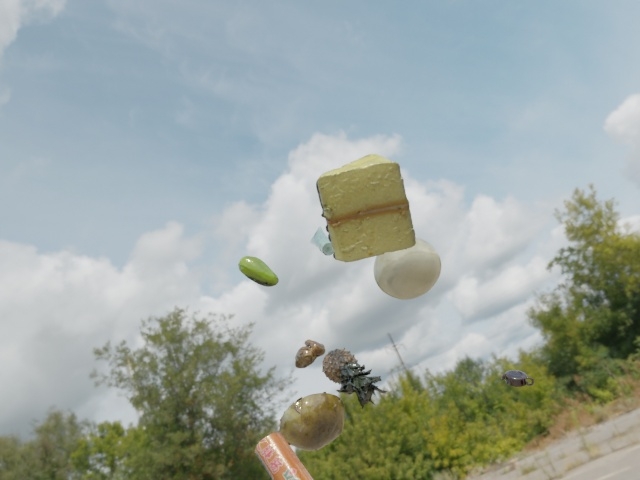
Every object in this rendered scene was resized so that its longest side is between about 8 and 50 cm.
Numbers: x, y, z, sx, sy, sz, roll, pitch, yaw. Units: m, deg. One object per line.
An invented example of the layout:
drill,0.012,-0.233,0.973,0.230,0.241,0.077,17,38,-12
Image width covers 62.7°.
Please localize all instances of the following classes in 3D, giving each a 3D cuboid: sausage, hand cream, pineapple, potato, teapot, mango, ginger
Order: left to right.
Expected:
mango,-0.225,0.110,1.924,0.074,0.165,0.091,-68,-10,23
sausage,-0.061,0.661,1.406,0.093,0.312,0.093,-24,-45,-26
ginger,-0.042,0.389,1.824,0.103,0.073,0.162,-35,-7,-27
potato,-0.008,0.724,2.067,0.299,0.116,0.239,5,-80,-32
hand cream,0.000,0.000,2.134,0.058,0.331,0.085,27,-85,-16
pineapple,0.129,0.565,2.160,0.165,0.166,0.364,-15,15,-20
teapot,0.621,0.441,1.655,0.100,0.045,0.068,5,14,35

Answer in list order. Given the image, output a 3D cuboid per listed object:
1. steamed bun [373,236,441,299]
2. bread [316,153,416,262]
steamed bun,0.414,0.138,2.487,0.324,0.206,0.324,-7,-58,-11
bread,0.110,-0.094,1.498,0.236,0.263,0.198,-16,14,-7
